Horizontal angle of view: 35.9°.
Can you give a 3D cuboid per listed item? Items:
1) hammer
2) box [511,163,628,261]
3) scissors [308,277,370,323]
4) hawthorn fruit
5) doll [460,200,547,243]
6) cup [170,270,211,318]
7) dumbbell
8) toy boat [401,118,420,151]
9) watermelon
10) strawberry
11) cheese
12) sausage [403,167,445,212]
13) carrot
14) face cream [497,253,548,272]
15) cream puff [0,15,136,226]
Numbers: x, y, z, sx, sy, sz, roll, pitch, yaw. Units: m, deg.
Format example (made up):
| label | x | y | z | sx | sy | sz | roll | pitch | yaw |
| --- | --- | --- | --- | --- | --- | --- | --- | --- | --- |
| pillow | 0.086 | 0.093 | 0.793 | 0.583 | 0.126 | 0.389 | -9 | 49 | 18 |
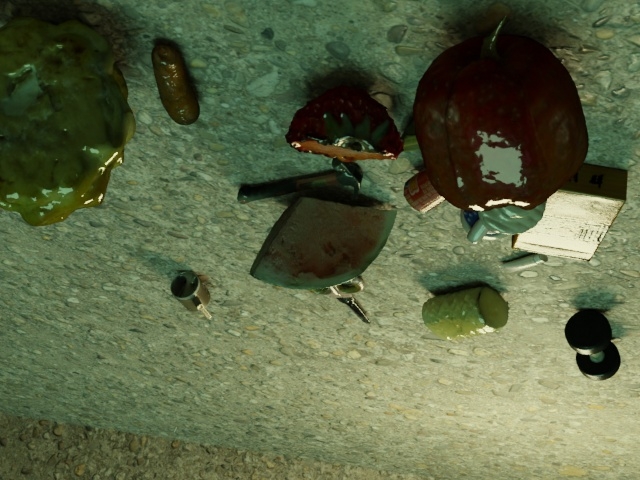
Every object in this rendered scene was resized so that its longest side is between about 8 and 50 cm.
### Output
| label | x | y | z | sx | sy | sz | roll | pitch | yaw |
| --- | --- | --- | --- | --- | --- | --- | --- | --- | --- |
| hammer | -0.046 | -0.105 | 1.882 | 0.288 | 0.033 | 0.111 | -7 | 147 | 35 |
| box | 0.435 | -0.050 | 1.750 | 0.152 | 0.070 | 0.237 | 9 | 155 | 4 |
| scissors | 0.051 | 0.127 | 2.316 | 0.160 | 0.024 | 0.317 | -4 | 150 | 25 |
| hawthorn fruit | 0.250 | -0.164 | 1.406 | 0.262 | 0.258 | 0.258 | 38 | 145 | -24 |
| doll | 0.301 | -0.058 | 1.684 | 0.119 | 0.138 | 0.293 | 36 | 174 | -1 |
| cup | -0.303 | 0.133 | 2.410 | 0.102 | 0.074 | 0.099 | 23 | 162 | 25 |
| dumbbell | 0.612 | 0.237 | 2.215 | 0.100 | 0.100 | 0.191 | -1 | 150 | 25 |
| toy boat | 0.188 | -0.171 | 1.612 | 0.172 | 0.065 | 0.066 | -3 | 141 | 44 |
| watermelon | 0.000 | 0.000 | 1.896 | 0.260 | 0.256 | 0.176 | 14 | 124 | -15 |
| strawberry | 0.034 | -0.193 | 1.611 | 0.190 | 0.111 | 0.236 | 8 | 179 | -16 |
| cheese | 0.322 | 0.164 | 2.197 | 0.123 | 0.093 | 0.167 | 29 | 150 | -34 |
| sausage | 0.239 | -0.127 | 1.671 | 0.074 | 0.074 | 0.274 | 22 | 152 | -19 |
| carrot | -0.243 | -0.256 | 1.634 | 0.060 | 0.060 | 0.186 | 6 | 151 | 12 |
| face cream | 0.412 | 0.046 | 2.007 | 0.038 | 0.020 | 0.115 | 26 | 154 | -28 |
| cream puff | -0.434 | -0.180 | 1.571 | 0.291 | 0.324 | 0.257 | -19 | 172 | -1 |
